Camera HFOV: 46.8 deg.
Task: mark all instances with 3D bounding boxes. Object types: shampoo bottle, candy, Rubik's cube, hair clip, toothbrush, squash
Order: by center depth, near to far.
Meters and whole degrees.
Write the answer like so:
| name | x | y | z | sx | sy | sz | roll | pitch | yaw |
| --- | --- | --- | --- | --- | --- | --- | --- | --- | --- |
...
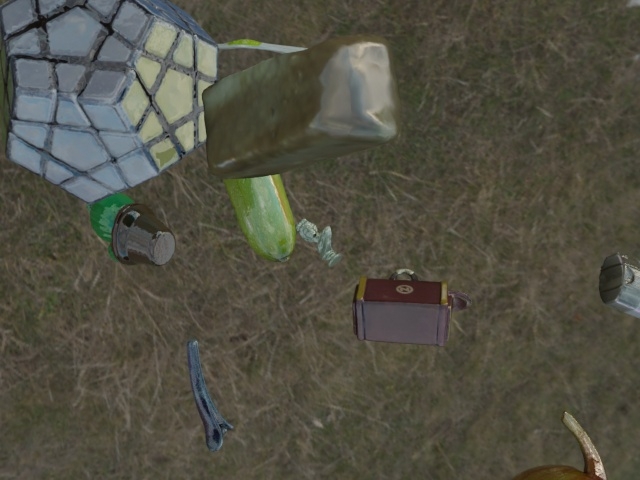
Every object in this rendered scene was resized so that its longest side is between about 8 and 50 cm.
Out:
| name | x | y | z | sx | sy | sz | roll | pitch | yaw |
| --- | --- | --- | --- | --- | --- | --- | --- | --- | --- |
| candy | -0.027 | -0.128 | 0.739 | 0.102 | 0.234 | 0.104 | -1 | 84 | -40 |
| Rubik's cube | -0.287 | -0.208 | 0.988 | 0.319 | 0.319 | 0.264 | 25 | 110 | -36 |
| squash | -0.089 | -0.055 | 1.129 | 0.095 | 0.188 | 0.095 | -20 | 166 | -5 |
| shampoo bottle | 0.539 | 0.093 | 1.152 | 0.227 | 0.056 | 0.086 | 21 | 64 | -18 |
| toothbrush | -0.133 | -0.361 | 1.381 | 0.026 | 0.262 | 0.022 | 83 | 26 | -46 |
| hair clip | -0.262 | 0.352 | 1.695 | 0.083 | 0.048 | 0.275 | -47 | 132 | -51 |

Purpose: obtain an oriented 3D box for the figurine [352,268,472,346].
| name | x | y | z | sx | sy | sz | roll | pitch | yaw |
| --- | --- | --- | --- | --- | --- | --- | --- | --- | --- |
| figurine | 0.122 | 0.080 | 0.981 | 0.154 | 0.098 | 0.082 | 1 | 130 | 7 |

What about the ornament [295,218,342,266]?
| name | x | y | z | sx | sy | sz | roll | pitch | yaw |
| --- | --- | --- | --- | --- | --- | --- | --- | --- | --- |
| ornament | 0.002 | 0.003 | 1.279 | 0.041 | 0.092 | 0.068 | -30 | 128 | -27 |

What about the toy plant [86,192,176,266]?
| name | x | y | z | sx | sy | sz | roll | pitch | yaw |
| --- | --- | --- | --- | --- | --- | --- | --- | --- | --- |
| toy plant | -0.357 | -0.016 | 1.365 | 0.105 | 0.200 | 0.143 | -37 | 139 | -41 |

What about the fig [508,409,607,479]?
| name | x | y | z | sx | sy | sz | roll | pitch | yaw |
| --- | --- | --- | --- | --- | --- | --- | --- | --- | --- |
| fig | 0.338 | 0.364 | 0.997 | 0.207 | 0.175 | 0.175 | -47 | 128 | -6 |
